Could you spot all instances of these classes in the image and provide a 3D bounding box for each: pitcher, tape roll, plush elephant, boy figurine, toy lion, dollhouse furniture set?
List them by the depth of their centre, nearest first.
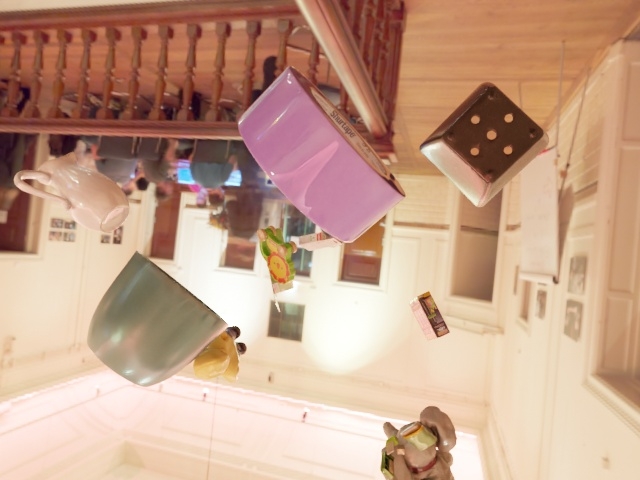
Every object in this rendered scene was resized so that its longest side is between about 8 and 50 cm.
[{"bbox_3d":[0.005,-0.094,0.508,0.080,0.189,0.189,-40,162,17],"label":"tape roll"},{"bbox_3d":[-0.085,0.034,0.888,0.034,0.096,0.100,-22,-134,-40],"label":"toy lion"},{"bbox_3d":[-0.565,-0.105,1.048,0.207,0.125,0.178,38,-148,8],"label":"pitcher"},{"bbox_3d":[0.214,0.529,1.142,0.076,0.151,0.058,44,-158,-9],"label":"dollhouse furniture set"},{"bbox_3d":[-0.278,0.330,1.297,0.092,0.177,0.285,-20,-178,3],"label":"boy figurine"},{"bbox_3d":[0.266,0.626,1.301,0.272,0.255,0.330,-21,179,-29],"label":"plush elephant"}]

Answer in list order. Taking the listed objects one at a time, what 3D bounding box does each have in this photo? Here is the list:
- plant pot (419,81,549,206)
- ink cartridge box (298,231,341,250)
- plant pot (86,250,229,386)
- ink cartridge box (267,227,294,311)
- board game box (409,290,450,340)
[{"bbox_3d":[0.319,-0.193,0.878,0.188,0.187,0.167,46,-168,7],"label":"plant pot"},{"bbox_3d":[0.000,0.000,1.342,0.115,0.029,0.063,-12,156,26],"label":"ink cartridge box"},{"bbox_3d":[-0.412,0.206,1.110,0.293,0.235,0.293,37,166,11],"label":"plant pot"},{"bbox_3d":[-0.114,0.083,1.276,0.062,0.209,0.109,-13,160,-6],"label":"ink cartridge box"},{"bbox_3d":[0.349,0.247,1.470,0.048,0.141,0.170,-25,166,-4],"label":"board game box"}]
